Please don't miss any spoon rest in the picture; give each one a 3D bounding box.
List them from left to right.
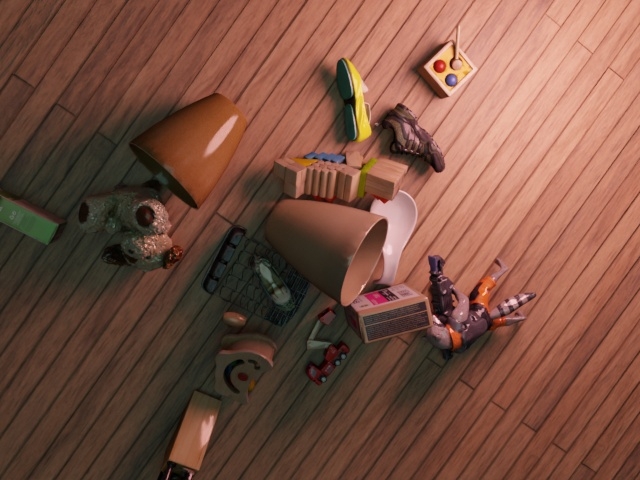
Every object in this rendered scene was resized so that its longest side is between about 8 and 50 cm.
[{"bbox_3d":[0.198,-0.006,1.889,0.137,0.084,0.276,4,97,-9],"label":"spoon rest"}]

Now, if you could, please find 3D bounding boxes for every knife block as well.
[{"bbox_3d":[-0.359,0.572,1.801,0.088,0.242,0.275,25,93,-11],"label":"knife block"}]

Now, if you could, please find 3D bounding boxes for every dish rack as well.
[{"bbox_3d":[-0.169,0.106,1.859,0.272,0.074,0.208,27,94,-12],"label":"dish rack"}]

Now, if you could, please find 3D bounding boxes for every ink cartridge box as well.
[{"bbox_3d":[-0.771,-0.067,1.731,0.209,0.109,0.062,28,92,-10],"label":"ink cartridge box"},{"bbox_3d":[0.178,0.193,1.834,0.193,0.235,0.088,-13,98,-7],"label":"ink cartridge box"}]

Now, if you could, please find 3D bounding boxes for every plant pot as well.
[{"bbox_3d":[-0.317,-0.252,1.729,0.237,0.237,0.254,43,77,-11],"label":"plant pot"},{"bbox_3d":[0.000,0.000,1.780,0.274,0.256,0.256,26,93,18],"label":"plant pot"}]

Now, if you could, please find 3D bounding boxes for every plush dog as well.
[{"bbox_3d":[-0.471,-0.025,1.767,0.263,0.210,0.225,3,113,19],"label":"plush dog"}]

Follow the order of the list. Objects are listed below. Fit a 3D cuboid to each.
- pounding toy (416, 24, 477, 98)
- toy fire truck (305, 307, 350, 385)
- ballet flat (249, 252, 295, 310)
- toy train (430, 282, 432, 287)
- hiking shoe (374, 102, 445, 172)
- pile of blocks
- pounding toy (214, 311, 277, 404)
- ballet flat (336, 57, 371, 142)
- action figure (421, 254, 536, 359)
[{"bbox_3d":[0.355,-0.487,1.842,0.141,0.100,0.130,-44,101,-1],"label":"pounding toy"},{"bbox_3d":[0.008,0.303,1.918,0.135,0.047,0.192,41,91,-10],"label":"toy fire truck"},{"bbox_3d":[-0.128,0.118,1.798,0.070,0.070,0.188,-36,103,-2],"label":"ballet flat"},{"bbox_3d":[0.350,0.157,1.960,0.017,0.024,0.083,-43,101,-1],"label":"toy train"},{"bbox_3d":[0.253,-0.267,1.875,0.114,0.086,0.227,-38,95,12],"label":"hiking shoe"},{"bbox_3d":[0.052,-0.165,1.846,0.362,0.149,0.112,6,127,-2],"label":"pile of blocks"},{"bbox_3d":[-0.197,0.304,1.842,0.154,0.154,0.269,11,127,1],"label":"pounding toy"},{"bbox_3d":[0.097,-0.385,1.841,0.077,0.077,0.230,-15,102,-27],"label":"ballet flat"},{"bbox_3d":[0.420,0.181,1.879,0.330,0.178,0.341,-31,119,-21],"label":"action figure"}]
